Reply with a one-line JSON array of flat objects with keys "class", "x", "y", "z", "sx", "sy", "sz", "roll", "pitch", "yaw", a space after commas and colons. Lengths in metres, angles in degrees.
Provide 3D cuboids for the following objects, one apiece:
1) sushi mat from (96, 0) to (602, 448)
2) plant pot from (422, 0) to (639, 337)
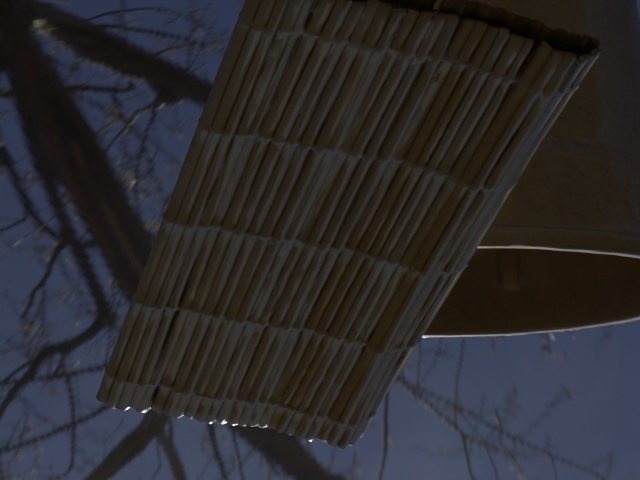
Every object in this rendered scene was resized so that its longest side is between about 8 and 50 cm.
[{"class": "sushi mat", "x": 0.000, "y": 0.000, "z": 0.815, "sx": 0.151, "sy": 0.019, "sz": 0.316, "roll": 10, "pitch": -40, "yaw": -14}, {"class": "plant pot", "x": 0.081, "y": -0.111, "z": 1.134, "sx": 0.334, "sy": 0.334, "sz": 0.305, "roll": -1, "pitch": -102, "yaw": 0}]
